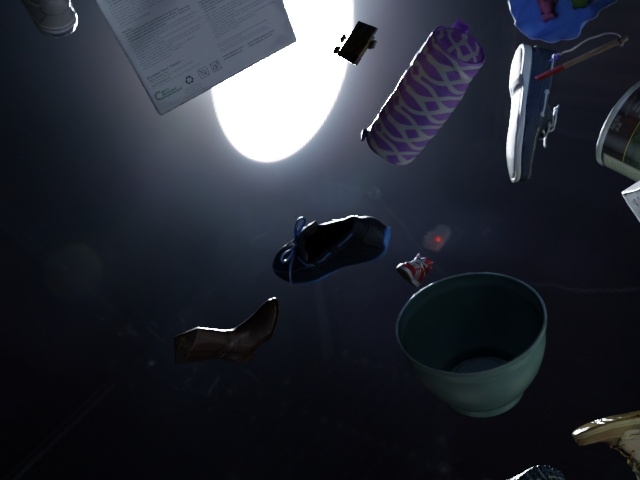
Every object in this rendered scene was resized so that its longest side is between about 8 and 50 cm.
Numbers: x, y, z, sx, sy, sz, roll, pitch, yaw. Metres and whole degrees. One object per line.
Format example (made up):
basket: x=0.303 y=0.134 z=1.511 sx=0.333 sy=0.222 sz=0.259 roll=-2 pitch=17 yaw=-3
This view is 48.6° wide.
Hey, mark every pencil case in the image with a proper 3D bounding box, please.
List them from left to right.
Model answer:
pencil case: x=0.140 y=-0.194 z=0.968 sx=0.206 sy=0.086 sz=0.088 roll=-53 pitch=9 yaw=44

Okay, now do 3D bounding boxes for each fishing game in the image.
fishing game: x=0.337 y=-0.368 z=0.983 sx=0.041 sy=0.189 sz=0.264 roll=6 pitch=-106 yaw=-42

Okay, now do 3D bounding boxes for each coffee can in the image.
coffee can: x=0.741 y=-0.183 z=1.444 sx=0.201 sy=0.275 sz=0.202 roll=-29 pitch=-42 yaw=-30

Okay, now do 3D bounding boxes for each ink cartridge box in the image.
ink cartridge box: x=-0.241 y=-0.454 z=1.344 sx=0.324 sy=0.071 sz=0.330 roll=-30 pitch=-50 yaw=-8

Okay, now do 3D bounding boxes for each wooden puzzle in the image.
wooden puzzle: x=0.045 y=-0.238 z=0.855 sx=0.006 sy=0.083 sz=0.049 roll=27 pitch=-78 yaw=-34

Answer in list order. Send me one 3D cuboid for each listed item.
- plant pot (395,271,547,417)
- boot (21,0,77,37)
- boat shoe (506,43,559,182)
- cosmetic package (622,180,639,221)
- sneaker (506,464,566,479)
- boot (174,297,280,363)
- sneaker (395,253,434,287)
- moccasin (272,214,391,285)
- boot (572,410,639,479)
plant pot: x=0.316 y=0.230 z=1.437 sx=0.293 sy=0.293 sz=0.196 roll=-49 pitch=-47 yaw=-38
boot: x=-0.485 y=-0.461 z=1.165 sx=0.095 sy=0.258 sz=0.123 roll=-33 pitch=-20 yaw=-25
boat shoe: x=0.380 y=-0.225 z=1.265 sx=0.095 sy=0.079 sz=0.255 roll=104 pitch=173 yaw=-76
cosmetic package: x=0.617 y=-0.069 z=1.127 sx=0.183 sy=0.151 sz=0.151 roll=-33 pitch=-5 yaw=7
sneaker: x=0.234 y=0.307 z=0.855 sx=0.058 sy=0.135 sz=0.052 roll=124 pitch=135 yaw=-63
boot: x=-0.113 y=0.109 z=0.853 sx=0.114 sy=0.037 sz=0.106 roll=13 pitch=-65 yaw=-43
sneaker: x=0.197 y=0.054 z=1.467 sx=0.067 sy=0.042 sz=0.118 roll=-53 pitch=-25 yaw=-2
moccasin: x=0.000 y=0.000 z=1.530 sx=0.116 sy=0.342 sz=0.138 roll=28 pitch=-125 yaw=-34
boot: x=0.589 y=0.411 z=1.329 sx=0.077 sy=0.213 sz=0.165 roll=131 pitch=131 yaw=-74
